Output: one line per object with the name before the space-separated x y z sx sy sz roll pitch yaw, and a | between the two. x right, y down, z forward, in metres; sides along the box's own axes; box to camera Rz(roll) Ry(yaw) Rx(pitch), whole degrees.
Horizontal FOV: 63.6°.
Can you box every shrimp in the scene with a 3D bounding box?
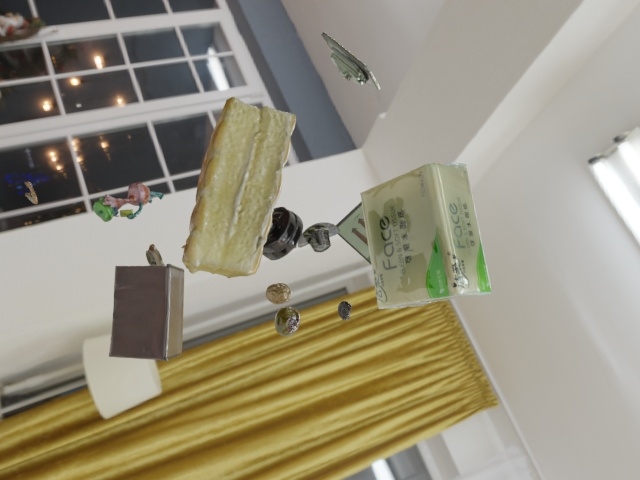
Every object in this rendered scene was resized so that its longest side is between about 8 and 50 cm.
shrimp | -1.140 -0.190 2.024 0.127 0.025 0.090 14 -58 44
shrimp | -0.619 0.086 1.961 0.253 0.058 0.173 50 -25 38

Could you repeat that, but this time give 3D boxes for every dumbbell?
dumbbell | -0.208 -0.079 1.668 0.388 0.185 0.185 40 2 -38

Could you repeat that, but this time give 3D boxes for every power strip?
power strip | 0.090 -0.561 1.675 0.213 0.064 0.198 46 9 17

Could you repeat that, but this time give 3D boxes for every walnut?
walnut | -0.150 0.192 1.879 0.079 0.096 0.082 52 39 -56

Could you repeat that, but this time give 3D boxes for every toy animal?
toy animal | -0.562 -0.111 1.536 0.103 0.208 0.100 49 -57 6

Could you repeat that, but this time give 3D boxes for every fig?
fig | -0.105 0.235 1.530 0.098 0.082 0.084 13 -64 57

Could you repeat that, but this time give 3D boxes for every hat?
hat | 0.000 0.000 1.295 0.121 0.121 0.050 117 -47 -61

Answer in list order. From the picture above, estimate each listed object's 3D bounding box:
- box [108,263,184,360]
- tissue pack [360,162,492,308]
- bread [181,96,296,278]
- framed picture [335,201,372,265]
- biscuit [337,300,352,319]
box | -0.470 0.195 1.418 0.188 0.153 0.251 107 -17 -81
tissue pack | 0.317 -0.004 1.619 0.332 0.206 0.404 -20 -106 50
bread | -0.136 -0.060 0.786 0.246 0.111 0.239 166 -62 -74
framed picture | 0.246 -0.017 2.143 0.324 0.244 0.013 41 26 -11
biscuit | 0.108 0.302 2.213 0.089 0.027 0.087 -10 -81 52
